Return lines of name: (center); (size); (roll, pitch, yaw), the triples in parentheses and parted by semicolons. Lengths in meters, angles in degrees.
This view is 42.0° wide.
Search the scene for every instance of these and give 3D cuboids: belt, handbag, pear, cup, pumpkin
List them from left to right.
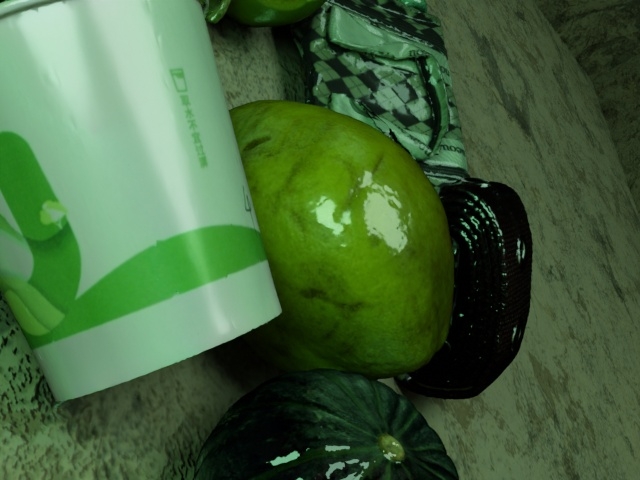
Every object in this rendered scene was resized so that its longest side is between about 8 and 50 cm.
cup: (-0.163, -0.033, 0.655); (0.253, 0.253, 0.274); (-24, 93, -62)
pear: (0.000, 0.000, 0.844); (0.321, 0.269, 0.269); (56, 27, 9)
pumpkin: (0.006, 0.231, 0.712); (0.249, 0.216, 0.250); (11, 48, -12)
handbag: (0.074, -0.211, 1.273); (0.316, 0.180, 0.416); (20, 53, -40)
belt: (0.188, 0.060, 1.116); (0.164, 0.184, 0.289); (-14, 114, -57)

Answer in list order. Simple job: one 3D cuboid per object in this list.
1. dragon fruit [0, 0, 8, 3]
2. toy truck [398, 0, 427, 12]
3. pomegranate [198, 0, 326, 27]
dragon fruit: (-0.223, -0.193, 0.821); (0.175, 0.142, 0.138); (72, 38, -53)
toy truck: (0.068, -0.474, 1.487); (0.279, 0.156, 0.155); (32, 39, -49)
pomegranate: (-0.097, -0.380, 1.109); (0.236, 0.236, 0.302); (52, 56, -15)
